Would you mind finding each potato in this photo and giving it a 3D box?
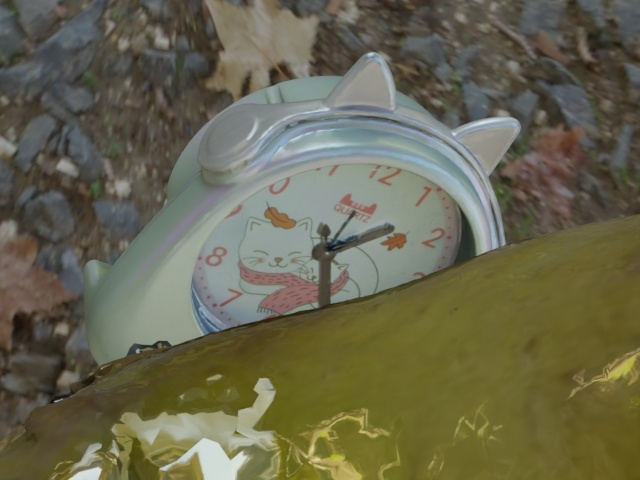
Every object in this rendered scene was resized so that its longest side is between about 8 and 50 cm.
[{"bbox_3d":[0.082,0.082,0.485,0.397,0.290,0.296,19,136,-17],"label":"potato"}]

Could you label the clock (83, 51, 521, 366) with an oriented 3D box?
[{"bbox_3d":[0.000,0.000,1.067,0.265,0.108,0.324,23,121,-28],"label":"clock"}]
